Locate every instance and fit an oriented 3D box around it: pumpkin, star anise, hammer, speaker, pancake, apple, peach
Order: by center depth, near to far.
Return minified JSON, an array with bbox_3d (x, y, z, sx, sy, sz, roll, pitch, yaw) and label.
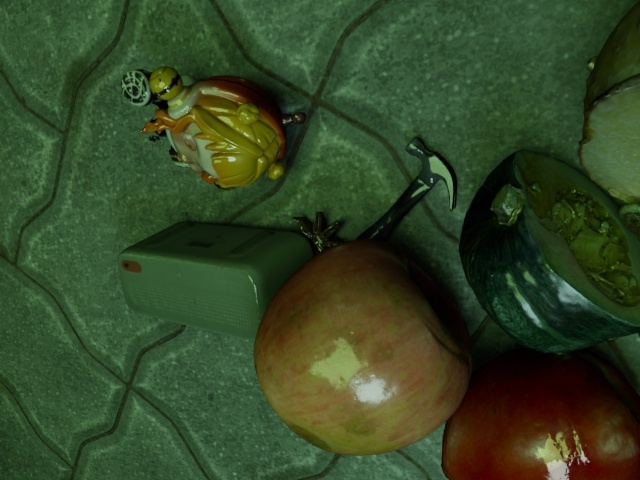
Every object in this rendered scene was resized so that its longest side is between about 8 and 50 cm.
[{"bbox_3d":[0.472,-0.020,0.771,0.108,0.108,0.017,26,82,17],"label":"pancake"},{"bbox_3d":[0.321,0.031,0.830,0.264,0.292,0.197,28,133,-15],"label":"pumpkin"},{"bbox_3d":[0.355,0.327,0.918,0.281,0.281,0.338,48,117,5],"label":"peach"},{"bbox_3d":[0.067,0.187,0.952,0.364,0.364,0.363,9,110,25],"label":"apple"},{"bbox_3d":[0.141,-0.040,1.039,0.137,0.037,0.289,44,120,10],"label":"hammer"},{"bbox_3d":[0.002,-0.001,1.117,0.141,0.042,0.140,16,119,31],"label":"star anise"},{"bbox_3d":[-0.223,0.076,1.156,0.407,0.184,0.183,6,112,31],"label":"speaker"}]

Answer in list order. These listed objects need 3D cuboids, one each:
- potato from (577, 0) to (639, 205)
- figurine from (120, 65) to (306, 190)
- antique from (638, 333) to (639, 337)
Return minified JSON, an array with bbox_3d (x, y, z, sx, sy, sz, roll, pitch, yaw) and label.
[{"bbox_3d":[0.519,-0.202,0.590,0.442,0.386,0.319,5,68,61],"label":"potato"},{"bbox_3d":[-0.200,-0.219,1.063,0.323,0.196,0.320,24,159,27],"label":"figurine"},{"bbox_3d":[0.605,0.124,0.770,0.255,0.185,0.322,-26,90,33],"label":"antique"}]
